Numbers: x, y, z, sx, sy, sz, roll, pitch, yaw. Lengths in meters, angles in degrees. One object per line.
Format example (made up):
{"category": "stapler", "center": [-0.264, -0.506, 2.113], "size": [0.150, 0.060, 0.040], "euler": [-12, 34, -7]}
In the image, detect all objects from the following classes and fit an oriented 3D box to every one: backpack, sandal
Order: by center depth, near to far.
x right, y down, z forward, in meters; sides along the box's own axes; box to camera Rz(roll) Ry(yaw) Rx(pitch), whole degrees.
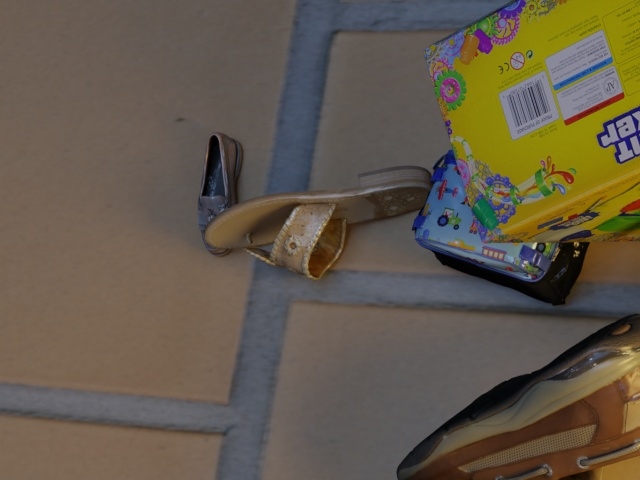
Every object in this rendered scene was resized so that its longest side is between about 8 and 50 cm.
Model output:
{"category": "backpack", "center": [0.183, -0.048, 1.788], "size": [0.158, 0.117, 0.173], "euler": [21, 82, 29]}
{"category": "sandal", "center": [-0.003, -0.002, 1.883], "size": [0.240, 0.088, 0.079], "euler": [-15, 63, 17]}

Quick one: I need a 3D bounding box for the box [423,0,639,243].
{"category": "box", "center": [0.297, -0.128, 1.604], "size": [0.290, 0.279, 0.177], "euler": [-26, 74, 38]}

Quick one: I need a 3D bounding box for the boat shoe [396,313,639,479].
{"category": "boat shoe", "center": [0.187, 0.176, 1.660], "size": [0.120, 0.122, 0.324], "euler": [57, 141, 2]}

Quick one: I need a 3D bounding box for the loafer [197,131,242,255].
{"category": "loafer", "center": [-0.107, -0.049, 1.977], "size": [0.045, 0.039, 0.125], "euler": [-4, 73, 25]}
